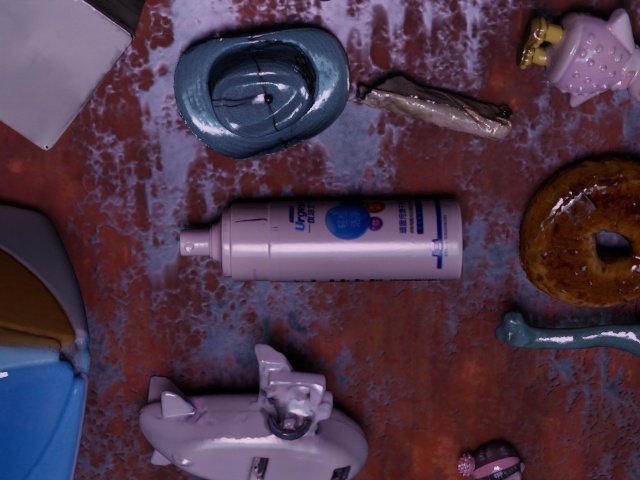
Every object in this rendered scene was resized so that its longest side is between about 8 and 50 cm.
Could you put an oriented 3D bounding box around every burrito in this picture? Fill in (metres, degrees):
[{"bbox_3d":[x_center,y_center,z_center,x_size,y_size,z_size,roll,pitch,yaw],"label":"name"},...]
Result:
[{"bbox_3d":[0.123,-0.142,1.632,0.171,0.051,0.042,16,107,-8],"label":"burrito"}]

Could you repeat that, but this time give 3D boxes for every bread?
[{"bbox_3d":[0.308,-0.010,1.692,0.193,0.064,0.193,-3,119,-5],"label":"bread"}]

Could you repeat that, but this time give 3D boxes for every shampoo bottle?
[{"bbox_3d":[0.000,0.000,1.676,0.303,0.092,0.092,0,115,0],"label":"shampoo bottle"}]

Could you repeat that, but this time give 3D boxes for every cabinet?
[{"bbox_3d":[-0.269,-0.218,1.505,0.145,0.206,0.150,35,110,-15],"label":"cabinet"}]

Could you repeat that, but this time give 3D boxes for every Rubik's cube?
[{"bbox_3d":[-0.440,0.162,1.575,0.352,0.347,0.351,3,115,-19],"label":"Rubik's cube"}]

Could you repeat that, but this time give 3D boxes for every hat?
[{"bbox_3d":[-0.062,-0.154,1.608,0.191,0.078,0.138,-16,112,7],"label":"hat"}]

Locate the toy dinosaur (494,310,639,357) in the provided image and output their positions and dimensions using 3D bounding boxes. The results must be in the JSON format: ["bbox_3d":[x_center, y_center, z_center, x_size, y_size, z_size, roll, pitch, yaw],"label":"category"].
[{"bbox_3d":[0.406,0.183,1.768,0.331,0.129,0.383,-13,129,18],"label":"toy dinosaur"}]

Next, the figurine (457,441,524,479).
[{"bbox_3d":[0.218,0.293,1.841,0.072,0.054,0.129,-19,122,24],"label":"figurine"}]

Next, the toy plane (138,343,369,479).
[{"bbox_3d":[-0.076,0.221,1.762,0.267,0.122,0.266,2,134,2],"label":"toy plane"}]

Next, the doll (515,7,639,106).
[{"bbox_3d":[0.305,-0.183,1.598,0.207,0.081,0.129,14,133,-9],"label":"doll"}]
